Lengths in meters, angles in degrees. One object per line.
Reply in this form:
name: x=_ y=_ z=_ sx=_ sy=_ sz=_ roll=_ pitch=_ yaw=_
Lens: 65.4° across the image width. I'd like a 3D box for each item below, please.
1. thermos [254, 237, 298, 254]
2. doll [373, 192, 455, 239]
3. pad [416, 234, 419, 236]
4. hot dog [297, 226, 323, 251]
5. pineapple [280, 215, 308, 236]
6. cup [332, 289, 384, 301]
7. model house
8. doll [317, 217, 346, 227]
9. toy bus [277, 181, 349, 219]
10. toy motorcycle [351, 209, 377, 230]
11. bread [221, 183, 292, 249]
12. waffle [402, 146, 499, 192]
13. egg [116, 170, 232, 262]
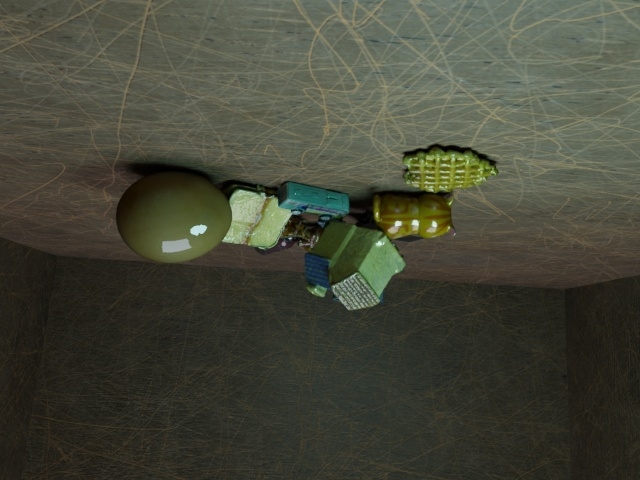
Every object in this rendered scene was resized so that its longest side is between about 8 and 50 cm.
thermos: x=-0.191 y=-0.002 z=2.390 sx=0.136 sy=0.110 sz=0.330 roll=11 pitch=167 yaw=-30
doll: x=0.311 y=-0.084 z=1.696 sx=0.269 sy=0.167 sz=0.162 roll=-4 pitch=-169 yaw=3
pad: x=0.367 y=-0.018 z=2.405 sx=0.265 sy=0.002 sz=0.176 roll=8 pitch=168 yaw=-21
hot dog: x=0.000 y=0.000 z=2.245 sx=0.212 sy=0.103 sz=0.146 roll=-10 pitch=134 yaw=9
pineapple: x=-0.166 y=-0.051 z=2.142 sx=0.186 sy=0.115 sz=0.236 roll=-7 pitch=168 yaw=42
cup: x=0.228 y=0.159 z=2.550 sx=0.330 sy=0.312 sz=0.256 roll=9 pitch=168 yaw=-30
model house: x=0.105 y=0.107 z=1.772 sx=0.321 sy=0.266 sz=0.261 roll=13 pitch=152 yaw=46
doll: x=0.043 y=-0.062 z=2.102 sx=0.119 sy=0.076 sz=0.180 roll=0 pitch=170 yaw=-2
toy bus: x=-0.020 y=-0.135 z=1.737 sx=0.261 sy=0.091 sz=0.109 roll=8 pitch=161 yaw=-27
toy motorcycle: x=0.202 y=-0.036 z=2.042 sx=0.206 sy=0.134 sz=0.401 roll=-3 pitch=169 yaw=27
bread: x=-0.236 y=-0.091 z=1.791 sx=0.263 sy=0.199 sz=0.236 roll=8 pitch=161 yaw=-30
waffle: x=0.344 y=-0.194 z=1.407 sx=0.290 sy=0.051 sz=0.291 roll=2 pitch=167 yaw=0
egg: x=-0.474 y=-0.075 z=1.622 sx=0.373 sy=0.302 sz=0.301 roll=-2 pitch=168 yaw=17
